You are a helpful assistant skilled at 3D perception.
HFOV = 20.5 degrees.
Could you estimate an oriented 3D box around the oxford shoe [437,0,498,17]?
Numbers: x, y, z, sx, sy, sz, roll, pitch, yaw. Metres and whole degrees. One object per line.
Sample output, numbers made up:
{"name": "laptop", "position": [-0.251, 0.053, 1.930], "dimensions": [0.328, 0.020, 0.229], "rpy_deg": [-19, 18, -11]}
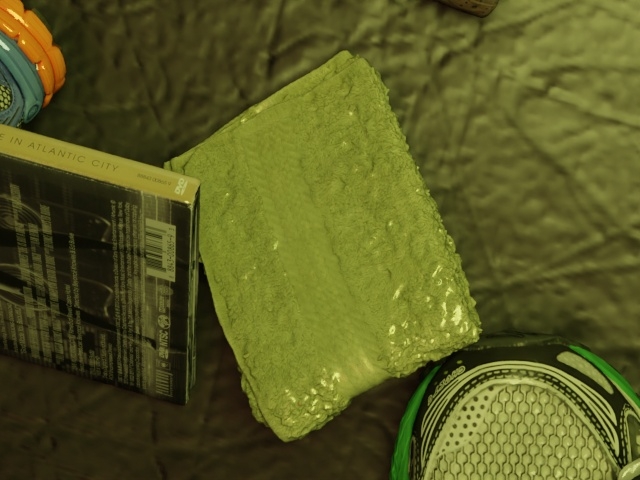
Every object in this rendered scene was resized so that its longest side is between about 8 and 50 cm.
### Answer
{"name": "oxford shoe", "position": [0.114, -0.213, 0.714], "dimensions": [0.098, 0.097, 0.271], "rpy_deg": [37, 104, -18]}

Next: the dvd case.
{"name": "dvd case", "position": [-0.157, -0.004, 0.734], "dimensions": [0.221, 0.164, 0.018], "rpy_deg": [15, 58, 5]}

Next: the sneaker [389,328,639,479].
{"name": "sneaker", "position": [0.100, 0.206, 0.717], "dimensions": [0.134, 0.146, 0.343], "rpy_deg": [-8, 93, 8]}

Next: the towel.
{"name": "towel", "position": [0.000, 0.000, 0.743], "dimensions": [0.110, 0.027, 0.148], "rpy_deg": [-30, 63, 14]}

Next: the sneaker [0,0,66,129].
{"name": "sneaker", "position": [-0.223, -0.087, 0.744], "dimensions": [0.221, 0.083, 0.087], "rpy_deg": [18, 56, 6]}

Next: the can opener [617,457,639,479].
{"name": "can opener", "position": [0.245, 0.074, 0.691], "dimensions": [0.280, 0.093, 0.074], "rpy_deg": [-23, 94, -10]}
